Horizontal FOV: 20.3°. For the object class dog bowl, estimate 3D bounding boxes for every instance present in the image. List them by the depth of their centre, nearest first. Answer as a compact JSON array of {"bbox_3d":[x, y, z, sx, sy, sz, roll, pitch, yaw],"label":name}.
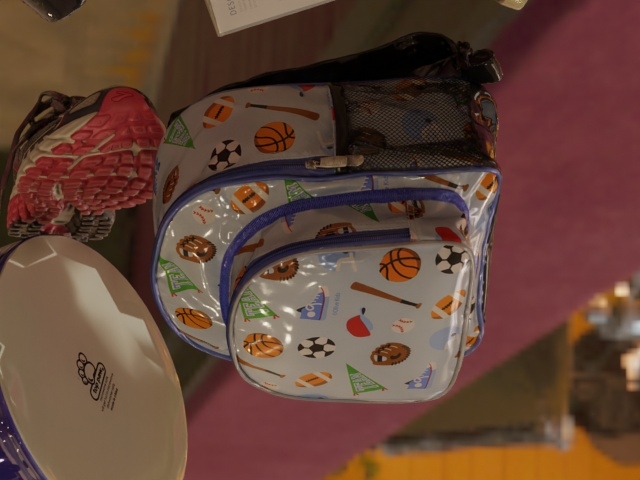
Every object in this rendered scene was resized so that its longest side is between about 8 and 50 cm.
[{"bbox_3d":[-0.227,0.132,1.485,0.104,0.265,0.265,-23,154,24],"label":"dog bowl"}]

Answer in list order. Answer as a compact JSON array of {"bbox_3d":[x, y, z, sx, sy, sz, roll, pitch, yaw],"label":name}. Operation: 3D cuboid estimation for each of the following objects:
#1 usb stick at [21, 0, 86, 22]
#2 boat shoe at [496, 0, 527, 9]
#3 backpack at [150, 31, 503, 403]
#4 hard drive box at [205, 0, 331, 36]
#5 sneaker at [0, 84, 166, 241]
[{"bbox_3d":[-0.358,-0.333,1.972,0.077,0.045,0.278,-37,139,13],"label":"usb stick"},{"bbox_3d":[0.204,-0.393,1.805,0.103,0.302,0.113,18,-179,-6],"label":"boat shoe"},{"bbox_3d":[0.000,0.000,1.354,0.263,0.213,0.276,3,132,1],"label":"backpack"},{"bbox_3d":[-0.020,-0.326,1.748,0.232,0.089,0.181,-18,131,-4],"label":"hard drive box"},{"bbox_3d":[-0.212,-0.080,1.520,0.121,0.112,0.299,3,167,-22],"label":"sneaker"}]
